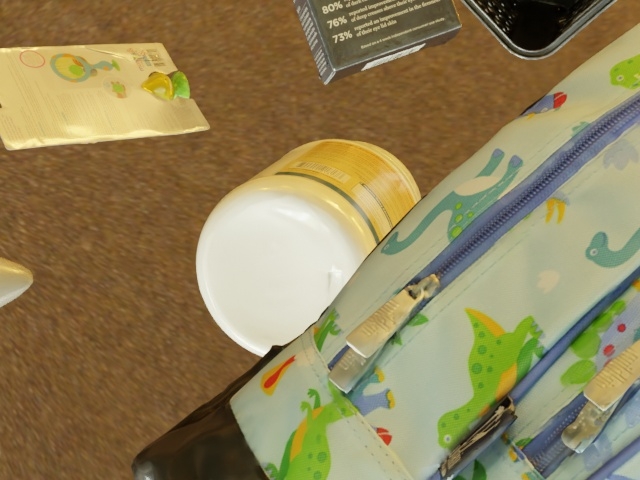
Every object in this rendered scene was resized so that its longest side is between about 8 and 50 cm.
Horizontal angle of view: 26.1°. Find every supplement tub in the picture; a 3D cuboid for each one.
[{"bbox_3d":[0.000,0.000,1.099,0.144,0.200,0.144,5,107,17],"label":"supplement tub"}]

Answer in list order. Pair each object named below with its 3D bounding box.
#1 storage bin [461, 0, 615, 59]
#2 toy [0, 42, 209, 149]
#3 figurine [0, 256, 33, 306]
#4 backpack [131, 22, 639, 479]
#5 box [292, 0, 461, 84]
[{"bbox_3d":[0.118,-0.218,0.848,0.180,0.084,0.122,45,120,-9],"label":"storage bin"},{"bbox_3d":[-0.253,-0.146,1.488,0.237,0.056,0.137,-11,57,-33],"label":"toy"},{"bbox_3d":[-0.259,-0.002,0.590,0.209,0.092,0.215,-36,77,-32],"label":"figurine"},{"bbox_3d":[0.148,0.064,0.604,0.290,0.273,0.355,41,85,-35],"label":"backpack"},{"bbox_3d":[0.043,-0.295,1.509,0.153,0.108,0.207,-19,90,-6],"label":"box"}]
